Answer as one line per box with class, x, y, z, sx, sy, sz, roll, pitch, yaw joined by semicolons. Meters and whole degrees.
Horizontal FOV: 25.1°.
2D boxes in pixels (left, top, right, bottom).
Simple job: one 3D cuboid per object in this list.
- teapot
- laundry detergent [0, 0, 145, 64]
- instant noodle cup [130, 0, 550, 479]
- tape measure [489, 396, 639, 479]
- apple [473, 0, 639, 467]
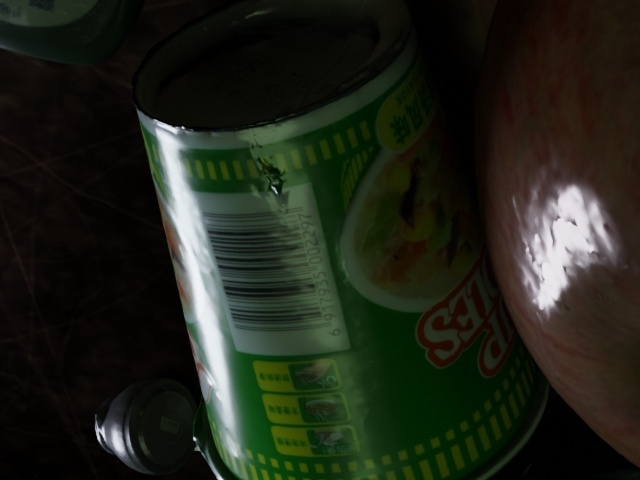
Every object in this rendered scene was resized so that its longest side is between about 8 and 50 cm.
teapot;-0.116;0.130;0.999;0.057;0.066;0.088;-2;160;41
laundry detergent;-0.141;-0.188;0.685;0.137;0.063;0.211;17;135;4
instant noodle cup;0.000;0.000;0.757;0.207;0.207;0.233;-6;126;17
tape measure;0.188;0.197;0.946;0.223;0.135;0.202;-6;122;14
apple;0.220;-0.018;0.629;0.345;0.269;0.345;7;136;6
